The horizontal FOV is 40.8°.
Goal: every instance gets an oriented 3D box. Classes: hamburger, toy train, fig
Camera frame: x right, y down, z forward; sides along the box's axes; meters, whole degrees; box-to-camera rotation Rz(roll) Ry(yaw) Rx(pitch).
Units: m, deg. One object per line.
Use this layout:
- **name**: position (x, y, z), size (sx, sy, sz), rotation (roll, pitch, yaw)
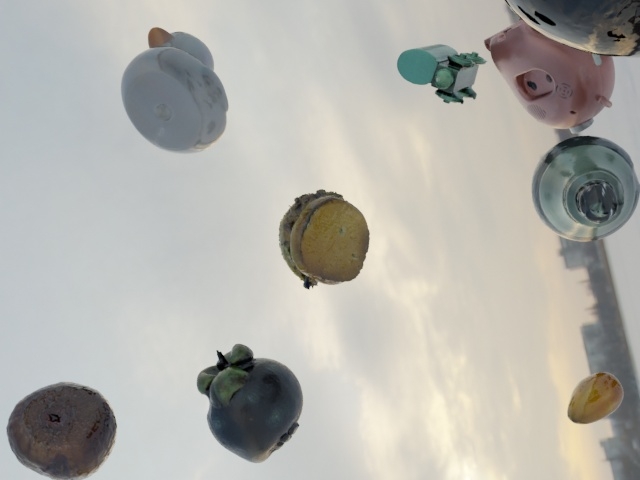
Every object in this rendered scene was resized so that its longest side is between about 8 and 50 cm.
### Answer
- **hamburger**: position (-0.001, -0.009, 1.691), size (0.182, 0.118, 0.191), rotation (-51, -56, -25)
- **toy train**: position (0.241, -0.344, 1.724), size (0.248, 0.159, 0.101), rotation (-32, -36, -64)
- **fig**: position (-0.354, 0.301, 1.213), size (0.134, 0.146, 0.201), rotation (-42, -34, -42)

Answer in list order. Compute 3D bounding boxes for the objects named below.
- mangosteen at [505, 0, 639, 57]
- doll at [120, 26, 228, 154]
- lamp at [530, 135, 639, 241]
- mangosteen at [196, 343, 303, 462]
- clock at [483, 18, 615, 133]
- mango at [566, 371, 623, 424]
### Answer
- **mangosteen**: position (0.290, -0.313, 0.789), size (0.313, 0.297, 0.296), rotation (-87, -20, -76)
- **doll**: position (-0.275, -0.300, 1.698), size (0.251, 0.221, 0.221), rotation (59, -157, -19)
- **lamp**: position (0.440, -0.097, 1.414), size (0.314, 0.182, 0.181), rotation (32, -133, -76)
- **mangosteen**: position (-0.147, 0.330, 1.778), size (0.243, 0.243, 0.242), rotation (-13, -90, -72)
- **clock**: position (0.432, -0.310, 1.604), size (0.241, 0.142, 0.227), rotation (62, 162, -9)
- **mango**: position (0.332, 0.195, 1.046), size (0.089, 0.060, 0.046), rotation (-34, -74, -30)
